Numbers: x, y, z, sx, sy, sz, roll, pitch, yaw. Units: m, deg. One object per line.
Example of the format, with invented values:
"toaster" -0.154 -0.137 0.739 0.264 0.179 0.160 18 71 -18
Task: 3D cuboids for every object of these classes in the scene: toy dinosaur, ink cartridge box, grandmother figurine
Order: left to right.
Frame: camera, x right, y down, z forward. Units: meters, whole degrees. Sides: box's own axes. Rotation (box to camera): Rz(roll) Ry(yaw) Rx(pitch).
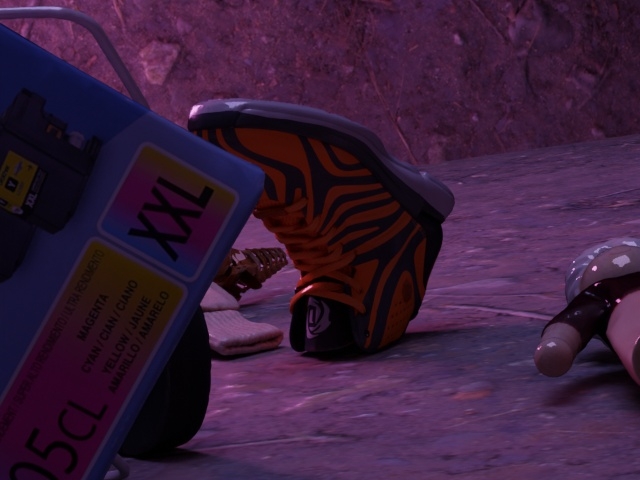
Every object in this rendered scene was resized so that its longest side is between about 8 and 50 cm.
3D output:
"ink cartridge box" -0.267 -0.015 0.986 0.395 0.270 0.151 29 -5 -11
"toy dinosaur" -0.166 0.017 2.067 0.218 0.164 0.322 49 7 34
"grandmother figurine" 0.251 0.054 1.403 0.208 0.104 0.342 1 8 -7

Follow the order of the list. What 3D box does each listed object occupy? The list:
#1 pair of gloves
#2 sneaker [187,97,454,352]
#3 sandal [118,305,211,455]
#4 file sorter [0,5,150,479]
"pair of gloves" -0.177 0.065 1.795 0.240 0.042 0.204 -2 14 -29
"sneaker" 0.000 0.000 1.671 0.124 0.180 0.321 0 -17 43
"sandal" -0.245 0.066 1.483 0.107 0.167 0.446 -5 4 -37
"file sorter" -0.214 0.007 1.270 0.173 0.278 0.193 -2 -21 10
